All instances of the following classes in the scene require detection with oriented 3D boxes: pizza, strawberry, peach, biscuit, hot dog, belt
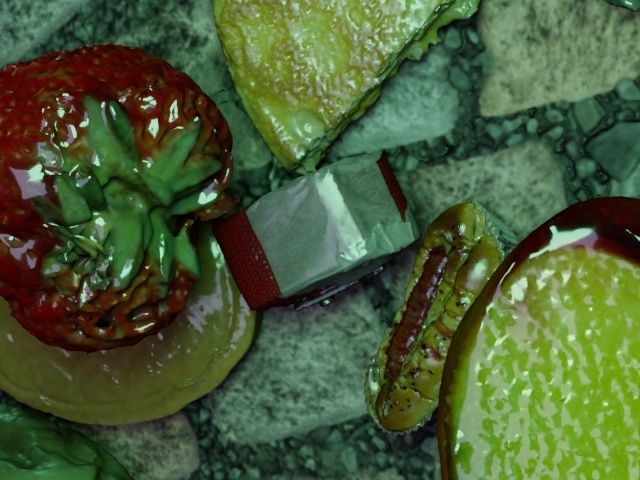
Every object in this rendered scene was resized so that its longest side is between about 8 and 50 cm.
[{"bbox_3d":[0.034,-0.209,1.403,0.287,0.075,0.280,-10,97,22],"label":"pizza"},{"bbox_3d":[-0.260,-0.055,1.400,0.351,0.267,0.312,27,107,43],"label":"strawberry"},{"bbox_3d":[0.275,0.166,1.221,0.335,0.310,0.406,-11,86,20],"label":"peach"},{"bbox_3d":[-0.250,0.026,1.561,0.385,0.062,0.365,-12,91,24],"label":"biscuit"},{"bbox_3d":[0.116,0.083,1.389,0.253,0.069,0.131,-65,33,18],"label":"hot dog"},{"bbox_3d":[0.000,0.000,1.411,0.201,0.128,0.124,-26,87,21],"label":"belt"}]

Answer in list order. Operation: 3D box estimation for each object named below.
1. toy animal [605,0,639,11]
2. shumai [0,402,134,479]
[{"bbox_3d":[0.273,-0.329,1.254,0.108,0.138,0.236,13,99,-8],"label":"toy animal"},{"bbox_3d":[-0.377,0.394,1.514,0.395,0.348,0.395,5,105,18],"label":"shumai"}]
